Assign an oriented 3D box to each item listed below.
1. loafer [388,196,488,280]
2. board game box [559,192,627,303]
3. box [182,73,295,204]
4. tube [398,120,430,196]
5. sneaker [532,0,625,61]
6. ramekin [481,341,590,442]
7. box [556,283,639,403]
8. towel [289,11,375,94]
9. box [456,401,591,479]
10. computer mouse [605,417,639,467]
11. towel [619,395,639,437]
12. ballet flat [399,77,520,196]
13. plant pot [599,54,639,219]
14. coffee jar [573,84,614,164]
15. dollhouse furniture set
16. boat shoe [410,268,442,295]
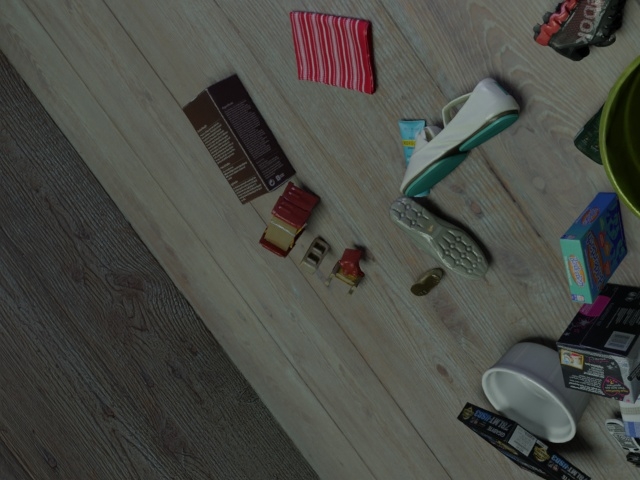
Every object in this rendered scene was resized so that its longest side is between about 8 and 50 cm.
[{"bbox_3d":[0.328,-0.006,1.818,0.319,0.112,0.111,42,179,12],"label":"loafer"},{"bbox_3d":[0.600,0.013,1.427,0.047,0.210,0.160,6,125,46],"label":"board game box"},{"bbox_3d":[-0.269,-0.325,2.151,0.191,0.143,0.381,-17,109,53],"label":"box"},{"bbox_3d":[0.256,-0.221,1.746,0.080,0.052,0.206,5,119,34],"label":"tube"},{"bbox_3d":[0.522,-0.441,1.212,0.135,0.098,0.276,46,146,8],"label":"sneaker"},{"bbox_3d":[0.602,0.412,1.810,0.277,0.135,0.277,35,151,22],"label":"ramekin"},{"bbox_3d":[0.678,0.230,1.498,0.163,0.247,0.142,7,127,45],"label":"box"},{"bbox_3d":[0.031,-0.503,1.755,0.275,0.031,0.198,21,134,35],"label":"towel"},{"bbox_3d":[0.591,0.611,1.936,0.293,0.073,0.295,39,168,-11],"label":"box"},{"bbox_3d":[0.844,0.541,1.769,0.193,0.042,0.106,53,150,-12],"label":"computer mouse"},{"bbox_3d":[0.832,0.377,1.585,0.209,0.034,0.284,-6,119,27],"label":"towel"},{"bbox_3d":[0.317,-0.252,1.599,0.139,0.139,0.400,51,140,1],"label":"ballet flat"},{"bbox_3d":[0.685,-0.213,1.011,0.367,0.353,0.366,29,138,29],"label":"plant pot"},{"bbox_3d":[0.599,-0.244,1.314,0.096,0.079,0.184,43,145,16],"label":"coffee jar"},{"bbox_3d":[0.000,0.000,2.167,0.374,0.152,0.201,31,142,-1],"label":"dollhouse furniture set"},{"bbox_3d":[0.323,0.126,1.972,0.050,0.045,0.135,45,141,-4],"label":"boat shoe"}]
